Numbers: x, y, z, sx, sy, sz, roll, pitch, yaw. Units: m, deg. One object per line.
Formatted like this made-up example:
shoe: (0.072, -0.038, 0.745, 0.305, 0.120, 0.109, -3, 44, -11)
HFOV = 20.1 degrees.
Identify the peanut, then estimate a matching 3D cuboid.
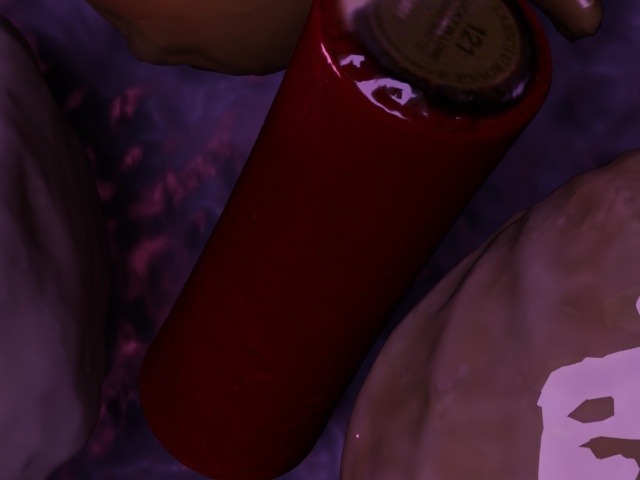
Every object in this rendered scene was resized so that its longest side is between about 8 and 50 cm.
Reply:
peanut: (0.080, 0.127, 0.624, 0.174, 0.158, 0.340, 14, 100, 7)

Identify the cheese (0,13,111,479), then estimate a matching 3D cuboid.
cheese: (-0.227, 0.021, 0.672, 0.318, 0.326, 0.115, -8, 134, 17)

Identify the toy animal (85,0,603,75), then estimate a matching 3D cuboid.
toy animal: (0.016, -0.143, 0.629, 0.281, 0.169, 0.195, -21, 75, 21)

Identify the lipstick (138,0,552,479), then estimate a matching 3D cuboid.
lipstick: (0.000, 0.000, 0.628, 0.080, 0.080, 0.241, 46, 142, 13)
